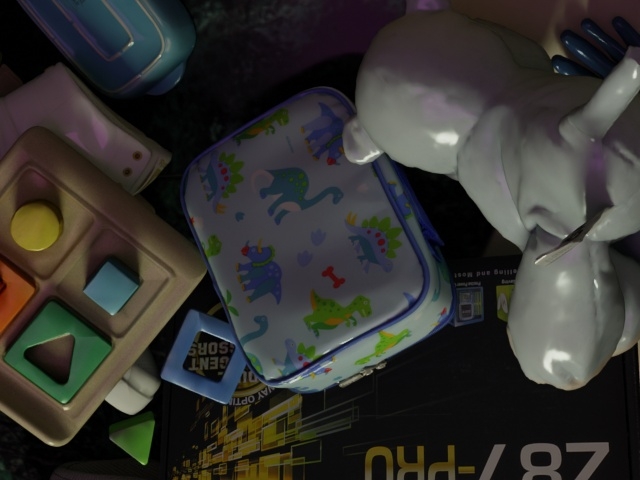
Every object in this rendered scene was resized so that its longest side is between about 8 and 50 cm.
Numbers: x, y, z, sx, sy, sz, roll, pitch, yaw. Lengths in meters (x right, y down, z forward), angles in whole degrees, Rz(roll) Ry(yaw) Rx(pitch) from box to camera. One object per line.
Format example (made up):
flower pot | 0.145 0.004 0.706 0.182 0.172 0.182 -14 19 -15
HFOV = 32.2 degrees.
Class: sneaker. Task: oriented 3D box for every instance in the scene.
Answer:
sneaker | -0.182 -0.005 0.937 0.169 0.108 0.292 -34 105 -3

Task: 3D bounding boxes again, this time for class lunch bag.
lunch bag | 0.000 0.000 0.878 0.176 0.090 0.219 -31 65 14

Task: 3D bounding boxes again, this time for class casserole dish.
casserole dish | -0.189 -0.197 0.926 0.114 0.037 0.188 -35 101 26

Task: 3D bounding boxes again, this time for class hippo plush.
hippo plush | 0.125 -0.047 0.774 0.236 0.294 0.234 28 109 30

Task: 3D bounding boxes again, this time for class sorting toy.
sorting toy | -0.214 0.037 0.863 0.348 0.047 0.196 39 86 -10

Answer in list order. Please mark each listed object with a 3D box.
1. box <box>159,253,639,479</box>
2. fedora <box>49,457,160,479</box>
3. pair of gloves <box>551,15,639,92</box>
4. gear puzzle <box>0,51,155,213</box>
box | 0.062 0.178 0.909 0.395 0.097 0.318 -4 75 17
fedora | -0.178 0.281 1.071 0.275 0.244 0.124 8 87 7
pair of gloves | 0.277 -0.140 0.837 0.159 0.023 0.198 42 117 -5
gear puzzle | -0.320 -0.083 0.967 0.175 0.044 0.339 -45 107 -2
